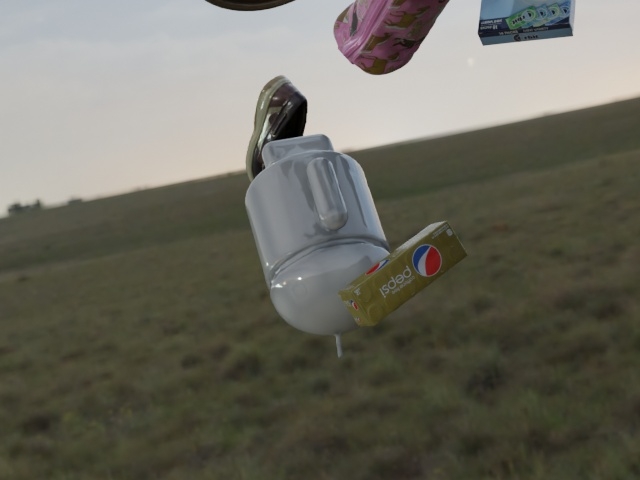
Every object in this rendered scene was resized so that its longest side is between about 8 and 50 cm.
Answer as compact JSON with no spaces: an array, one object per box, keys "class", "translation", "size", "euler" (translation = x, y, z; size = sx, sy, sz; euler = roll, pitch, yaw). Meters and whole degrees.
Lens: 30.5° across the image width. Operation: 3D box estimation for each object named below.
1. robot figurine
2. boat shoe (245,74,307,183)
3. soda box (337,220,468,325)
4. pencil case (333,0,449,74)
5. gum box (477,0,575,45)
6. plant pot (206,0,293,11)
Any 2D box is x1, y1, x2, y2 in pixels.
[{"class":"robot figurine","translation":[0.000,0.000,1.847],"size":[0.199,0.353,0.300],"euler":[-12,-30,-8]},{"class":"boat shoe","translation":[-0.079,-0.192,2.328],"size":[0.103,0.285,0.092],"euler":[-28,55,-35]},{"class":"soda box","translation":[0.117,0.047,1.662],"size":[0.181,0.061,0.058],"euler":[-35,8,-18]},{"class":"pencil case","translation":[0.139,-0.414,1.949],"size":[0.167,0.160,0.386],"euler":[3,-16,-12]},{"class":"gum box","translation":[0.355,-0.424,1.998],"size":[0.157,0.184,0.041],"euler":[-2,-28,23]},{"class":"plant pot","translation":[-0.093,-0.472,1.545],"size":[0.263,0.229,0.263],"euler":[-20,-27,-11]}]
